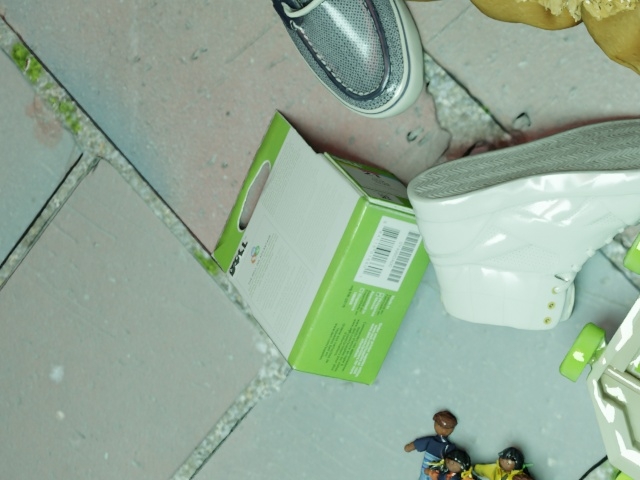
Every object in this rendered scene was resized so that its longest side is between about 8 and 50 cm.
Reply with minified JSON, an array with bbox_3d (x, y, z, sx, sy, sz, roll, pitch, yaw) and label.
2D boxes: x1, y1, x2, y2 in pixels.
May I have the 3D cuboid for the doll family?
[{"bbox_3d":[0.151,0.240,1.600,0.193,0.076,0.111,15,105,31],"label":"doll family"}]

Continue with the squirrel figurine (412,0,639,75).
[{"bbox_3d":[0.212,-0.250,1.365,0.370,0.397,0.281,39,101,8],"label":"squirrel figurine"}]

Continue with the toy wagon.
[{"bbox_3d":[0.350,0.146,1.459,0.267,0.068,0.344,32,109,10],"label":"toy wagon"}]

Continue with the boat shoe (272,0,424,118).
[{"bbox_3d":[-0.030,-0.270,1.622,0.127,0.158,0.340,-37,75,26],"label":"boat shoe"}]

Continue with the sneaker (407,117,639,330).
[{"bbox_3d":[0.242,-0.009,1.529,0.292,0.108,0.169,-11,119,11],"label":"sneaker"}]

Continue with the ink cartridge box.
[{"bbox_3d":[0.000,0.000,1.669,0.189,0.097,0.255,-66,31,16],"label":"ink cartridge box"}]
